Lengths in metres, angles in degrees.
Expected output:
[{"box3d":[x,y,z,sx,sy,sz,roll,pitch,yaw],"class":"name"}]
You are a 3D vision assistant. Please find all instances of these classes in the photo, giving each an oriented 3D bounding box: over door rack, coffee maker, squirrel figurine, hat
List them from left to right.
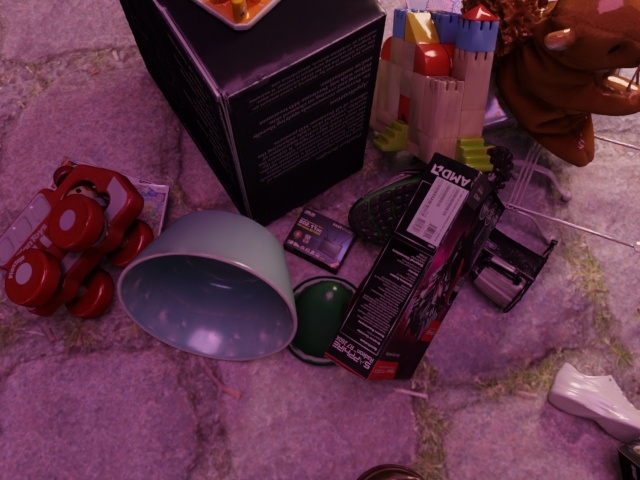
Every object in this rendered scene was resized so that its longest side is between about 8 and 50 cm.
[{"box3d":[0.014,0.110,1.121,0.172,0.183,0.209,22,70,8],"class":"hat"},{"box3d":[0.333,0.026,1.209,0.178,0.120,0.171,37,50,11],"class":"coffee maker"},{"box3d":[0.393,-0.354,1.059,0.397,0.370,0.281,35,97,13],"class":"squirrel figurine"},{"box3d":[0.536,-0.102,1.238,0.324,0.108,0.240,16,68,28],"class":"over door rack"}]

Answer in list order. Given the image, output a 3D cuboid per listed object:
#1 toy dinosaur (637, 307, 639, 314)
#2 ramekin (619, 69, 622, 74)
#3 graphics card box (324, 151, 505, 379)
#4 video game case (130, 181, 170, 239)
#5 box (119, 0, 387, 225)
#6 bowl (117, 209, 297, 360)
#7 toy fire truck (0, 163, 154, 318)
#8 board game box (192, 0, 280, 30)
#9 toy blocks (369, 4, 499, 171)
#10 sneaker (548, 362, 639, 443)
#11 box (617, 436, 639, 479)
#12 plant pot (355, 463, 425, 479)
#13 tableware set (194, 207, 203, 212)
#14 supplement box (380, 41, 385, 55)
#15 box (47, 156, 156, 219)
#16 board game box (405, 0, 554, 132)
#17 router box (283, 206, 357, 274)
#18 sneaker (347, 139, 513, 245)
[{"box3d":[0.746,0.176,1.174,0.268,0.064,0.118,-4,54,-2],"class":"toy dinosaur"},{"box3d":[0.563,-0.460,1.382,0.272,0.127,0.273,0,70,-1],"class":"ramekin"},{"box3d":[0.170,0.059,1.053,0.094,0.233,0.371,29,91,28],"class":"graphics card box"},{"box3d":[-0.352,-0.056,1.233,0.087,0.011,0.122,5,69,1],"class":"video game case"},{"box3d":[-0.147,-0.354,1.145,0.297,0.472,0.480,-30,72,-13],"class":"box"},{"box3d":[-0.179,0.063,1.102,0.311,0.312,0.163,10,50,3],"class":"bowl"},{"box3d":[-0.471,-0.016,1.154,0.302,0.169,0.254,-49,60,6],"class":"toy fire truck"},{"box3d":[-0.137,-0.545,0.943,0.390,0.050,0.390,37,71,12],"class":"board game box"},{"box3d":[0.193,-0.308,1.155,0.190,0.261,0.381,-6,26,-18],"class":"toy blocks"},{"box3d":[0.526,0.292,1.121,0.212,0.080,0.094,28,59,11],"class":"sneaker"},{"box3d":[0.606,0.388,1.041,0.180,0.077,0.147,-22,109,-9],"class":"box"},{"box3d":[0.124,0.445,1.003,0.166,0.165,0.167,0,68,0],"class":"plant pot"},{"box3d":[-0.217,0.002,1.246,0.154,0.024,0.104,32,72,10],"class":"tableware set"},{"box3d":[0.122,-0.397,1.388,0.083,0.056,0.083,17,69,6],"class":"supplement box"},{"box3d":[-0.450,-0.090,1.271,0.206,0.036,0.114,17,70,6],"class":"box"},{"box3d":[0.370,-0.399,1.296,0.317,0.066,0.319,-14,84,15],"class":"board game box"},{"box3d":[0.000,0.000,1.242,0.122,0.038,0.092,26,70,9],"class":"router box"},{"box3d":[0.207,-0.103,1.251,0.343,0.134,0.146,-25,33,-11],"class":"sneaker"}]
